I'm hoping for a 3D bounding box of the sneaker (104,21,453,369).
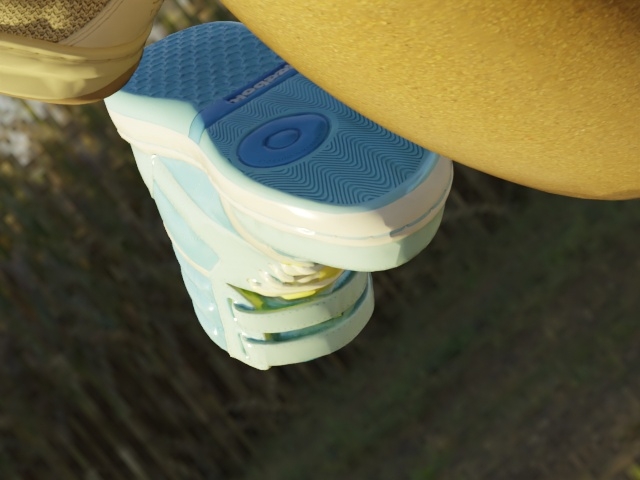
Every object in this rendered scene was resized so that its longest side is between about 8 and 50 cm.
[{"bbox_3d":[0.000,0.000,1.116,0.127,0.208,0.319,-28,27,-15],"label":"sneaker"}]

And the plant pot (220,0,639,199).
[{"bbox_3d":[0.052,-0.124,0.560,0.237,0.237,0.254,-37,-11,22],"label":"plant pot"}]

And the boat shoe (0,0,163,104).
[{"bbox_3d":[-0.214,-0.143,0.752,0.341,0.121,0.110,6,-45,-29],"label":"boat shoe"}]
